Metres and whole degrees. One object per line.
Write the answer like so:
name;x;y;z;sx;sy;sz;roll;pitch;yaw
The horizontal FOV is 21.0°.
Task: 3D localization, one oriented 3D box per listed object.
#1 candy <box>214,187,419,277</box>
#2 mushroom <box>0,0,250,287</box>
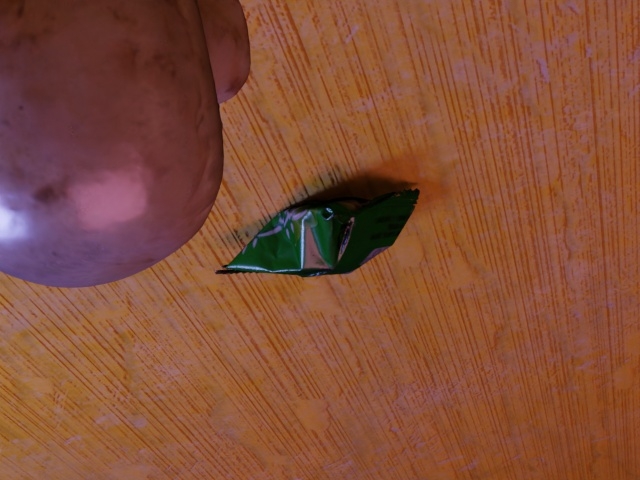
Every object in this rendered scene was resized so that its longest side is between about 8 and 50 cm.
candy;-0.001;0.004;1.870;0.141;0.078;0.203;10;154;-40
mushroom;-0.166;-0.118;1.288;0.290;0.297;0.297;-19;168;-44
